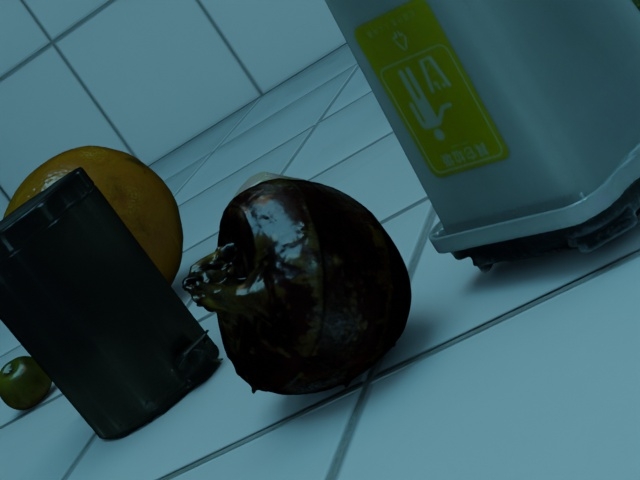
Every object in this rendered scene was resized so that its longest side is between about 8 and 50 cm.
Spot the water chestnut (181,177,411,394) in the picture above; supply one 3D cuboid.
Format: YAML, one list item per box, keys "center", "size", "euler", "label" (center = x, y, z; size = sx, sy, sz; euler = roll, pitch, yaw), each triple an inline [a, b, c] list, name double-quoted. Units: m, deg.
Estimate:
- center: [-0.032, 0.047, 1.226]
  size: [0.238, 0.223, 0.224]
  euler: [-5, 0, -25]
  label: "water chestnut"

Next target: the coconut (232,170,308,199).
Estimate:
- center: [-0.062, -0.023, 1.732]
  size: [0.147, 0.147, 0.152]
  euler: [-33, 10, 6]
  label: "coconut"

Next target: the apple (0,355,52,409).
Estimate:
- center: [-0.482, 0.233, 1.993]
  size: [0.089, 0.074, 0.089]
  euler: [-24, 36, 19]
  label: "apple"

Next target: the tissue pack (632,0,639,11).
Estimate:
- center: [0.479, -0.348, 1.616]
  size: [0.185, 0.081, 0.257]
  euler: [-36, 18, -37]
  label: "tissue pack"

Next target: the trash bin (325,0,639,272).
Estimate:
- center: [0.191, -0.191, 1.200]
  size: [0.296, 0.367, 0.256]
  euler: [-42, 14, -30]
  label: "trash bin"

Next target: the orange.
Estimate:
- center: [-0.381, -0.004, 2.058]
  size: [0.312, 0.312, 0.312]
  euler: [-33, 13, 9]
  label: "orange"

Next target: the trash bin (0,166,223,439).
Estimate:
- center: [-0.298, 0.084, 1.578]
  size: [0.252, 0.301, 0.203]
  euler: [-25, 17, 43]
  label: "trash bin"
